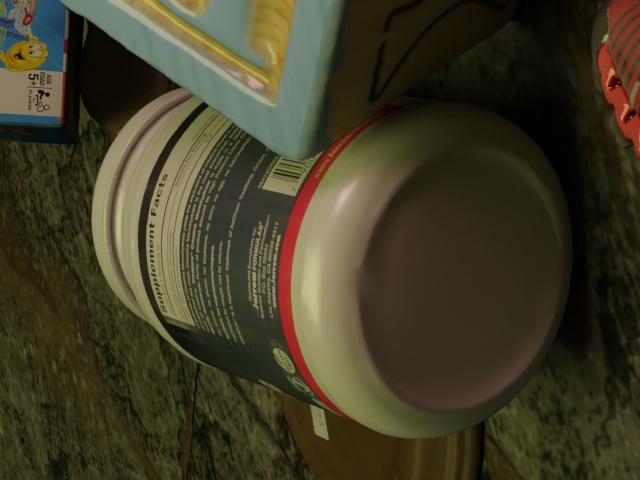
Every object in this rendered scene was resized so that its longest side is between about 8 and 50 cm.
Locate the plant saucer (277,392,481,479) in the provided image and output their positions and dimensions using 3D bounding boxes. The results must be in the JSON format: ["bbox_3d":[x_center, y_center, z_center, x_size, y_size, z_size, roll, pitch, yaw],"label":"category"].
[{"bbox_3d":[0.026,0.087,1.299,0.278,0.041,0.278,41,139,50],"label":"plant saucer"}]

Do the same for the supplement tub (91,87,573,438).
[{"bbox_3d":[0.000,0.000,1.093,0.272,0.191,0.191,15,116,53],"label":"supplement tub"}]

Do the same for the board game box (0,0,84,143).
[{"bbox_3d":[-0.229,-0.232,1.410,0.308,0.086,0.302,-169,82,-84],"label":"board game box"}]

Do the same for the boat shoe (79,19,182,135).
[{"bbox_3d":[-0.125,-0.191,1.399,0.103,0.092,0.285,22,143,4],"label":"boat shoe"}]

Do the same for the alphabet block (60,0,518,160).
[{"bbox_3d":[-0.003,-0.194,0.969,0.193,0.197,0.192,37,138,20],"label":"alphabet block"}]

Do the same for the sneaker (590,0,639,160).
[{"bbox_3d":[0.218,-0.040,0.769,0.276,0.098,0.135,56,148,33],"label":"sneaker"}]
